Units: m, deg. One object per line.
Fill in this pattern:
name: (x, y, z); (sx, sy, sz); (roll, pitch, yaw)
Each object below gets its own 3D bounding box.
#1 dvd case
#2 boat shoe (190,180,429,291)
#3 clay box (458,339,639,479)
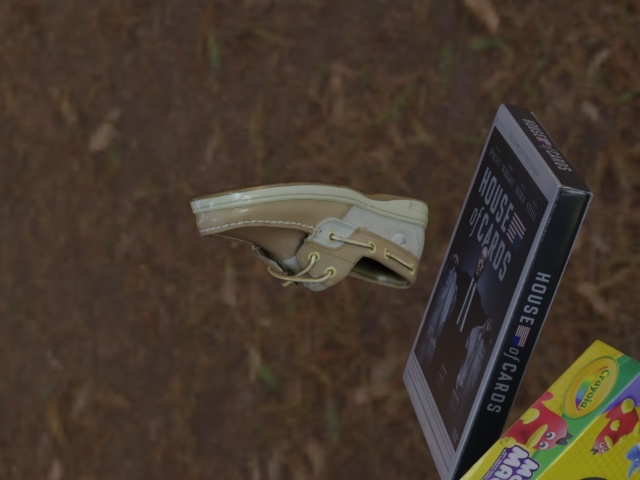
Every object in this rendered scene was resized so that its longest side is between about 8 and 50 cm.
dvd case: (0.121, 0.039, 1.174); (0.179, 0.029, 0.238); (-108, 33, -66)
boat shoe: (0.000, 0.000, 0.725); (0.050, 0.135, 0.045); (-8, 81, 47)
clay box: (0.138, 0.185, 1.035); (0.222, 0.127, 0.053); (-45, 38, -13)
